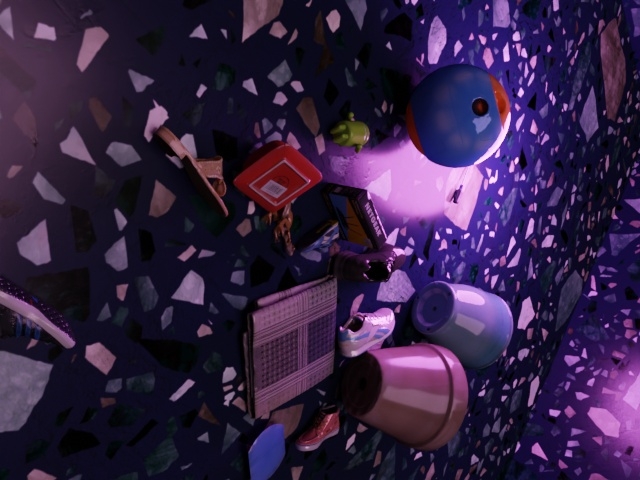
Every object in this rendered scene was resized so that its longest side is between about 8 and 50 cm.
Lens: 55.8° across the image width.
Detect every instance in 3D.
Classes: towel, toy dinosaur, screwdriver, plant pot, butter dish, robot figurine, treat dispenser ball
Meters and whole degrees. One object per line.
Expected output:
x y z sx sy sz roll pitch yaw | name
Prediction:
-0.077 0.271 1.592 0.324 0.056 0.312 -19 119 -45 | towel
-0.087 -0.064 1.470 0.112 0.064 0.212 -31 135 -59 | toy dinosaur
0.487 -0.203 2.064 0.025 0.024 0.170 53 58 -74 | screwdriver
0.228 0.447 1.807 0.280 0.323 0.323 20 88 -33 | plant pot
-0.105 -0.167 1.371 0.159 0.118 0.160 -34 141 16 | butter dish
0.079 -0.276 1.563 0.115 0.067 0.101 -9 79 -45 | robot figurine
0.385 -0.349 1.707 0.288 0.288 0.288 -17 114 -43 | treat dispenser ball
0.450 0.259 2.007 0.255 0.271 0.272 29 81 -33 | plant pot

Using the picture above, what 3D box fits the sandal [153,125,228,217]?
-0.237 -0.155 1.245 0.079 0.088 0.240 -49 128 -17 | sandal

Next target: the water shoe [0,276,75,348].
-0.523 0.139 1.057 0.080 0.073 0.203 -41 128 -3 | water shoe

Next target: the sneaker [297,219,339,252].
0.000 0.000 1.577 0.144 0.053 0.059 -34 127 -34 | sneaker

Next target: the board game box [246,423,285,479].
-0.151 0.560 1.607 0.133 0.033 0.169 -30 128 -44 | board game box

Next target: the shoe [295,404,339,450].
-0.007 0.533 1.734 0.178 0.063 0.081 -11 109 -51 | shoe

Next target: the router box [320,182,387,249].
0.089 -0.065 1.592 0.046 0.133 0.179 -49 132 -26 | router box

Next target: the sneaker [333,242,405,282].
0.166 0.076 1.724 0.286 0.130 0.109 -14 110 -46 | sneaker

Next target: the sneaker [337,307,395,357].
0.140 0.252 1.784 0.228 0.087 0.092 -30 121 -40 | sneaker
